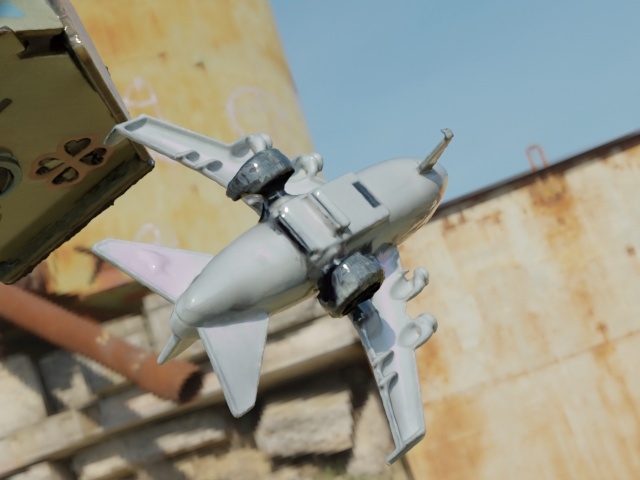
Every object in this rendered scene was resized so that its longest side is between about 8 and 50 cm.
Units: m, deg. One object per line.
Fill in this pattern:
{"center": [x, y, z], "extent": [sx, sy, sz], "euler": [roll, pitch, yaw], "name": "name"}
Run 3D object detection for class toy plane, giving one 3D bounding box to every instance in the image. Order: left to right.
{"center": [0.000, 0.000, 0.493], "extent": [0.171, 0.162, 0.065], "euler": [-32, -16, -39], "name": "toy plane"}

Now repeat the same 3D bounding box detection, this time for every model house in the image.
{"center": [-0.241, -0.061, 0.880], "extent": [0.244, 0.169, 0.326], "euler": [-16, -27, -34], "name": "model house"}
